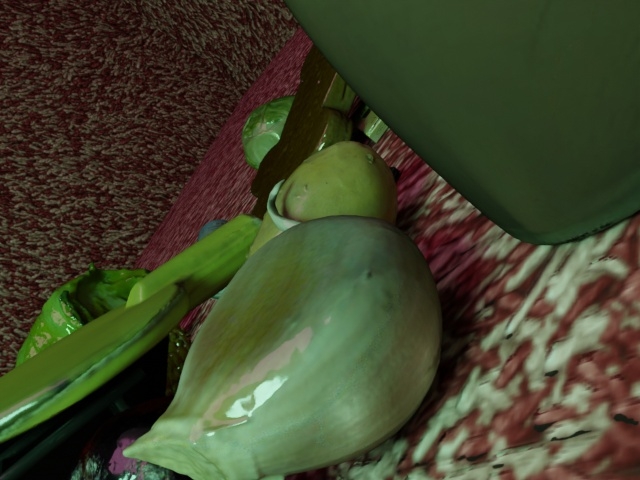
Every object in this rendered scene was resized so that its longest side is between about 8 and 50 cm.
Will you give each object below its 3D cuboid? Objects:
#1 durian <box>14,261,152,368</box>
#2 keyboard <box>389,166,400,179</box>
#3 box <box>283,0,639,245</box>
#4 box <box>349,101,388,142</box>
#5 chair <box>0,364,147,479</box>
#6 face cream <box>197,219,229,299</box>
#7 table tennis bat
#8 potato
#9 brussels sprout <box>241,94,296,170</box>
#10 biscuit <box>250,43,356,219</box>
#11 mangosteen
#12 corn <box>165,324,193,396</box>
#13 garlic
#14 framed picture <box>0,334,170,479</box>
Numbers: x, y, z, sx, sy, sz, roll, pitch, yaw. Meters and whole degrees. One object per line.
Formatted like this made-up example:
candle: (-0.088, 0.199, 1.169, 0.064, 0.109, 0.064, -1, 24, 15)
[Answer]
durian: (-0.336, 0.200, 1.013, 0.339, 0.204, 0.256, -55, 27, 0)
keyboard: (0.018, 0.005, 0.718, 0.195, 0.018, 0.060, -58, 18, -13)
box: (0.129, -0.178, 0.412, 0.301, 0.216, 0.301, -47, 17, 19)
box: (0.075, -0.170, 0.918, 0.073, 0.020, 0.149, -51, 15, 10)
chair: (-0.213, 0.231, 0.545, 0.260, 0.154, 0.141, -38, 8, -22)
face cream: (-0.152, 0.029, 1.062, 0.075, 0.075, 0.229, -52, 14, 7)
table tennis bat: (-0.174, 0.075, 0.638, 0.224, 0.054, 0.369, -18, 15, 46)
potato: (0.000, 0.000, 0.607, 0.118, 0.109, 0.178, -1, 54, 55)
brussels sprout: (-0.071, -0.174, 1.180, 0.155, 0.117, 0.155, -45, 2, 2)
biscuit: (-0.013, -0.128, 0.974, 0.283, 0.064, 0.432, -19, 49, 65)
mangosteen: (-0.087, 0.174, 0.462, 0.152, 0.152, 0.152, -49, 16, 19)
corn: (-0.279, 0.200, 0.820, 0.318, 0.115, 0.115, -33, 0, -37)
garlic: (0.007, 0.034, 0.456, 0.266, 0.149, 0.128, -67, -1, -55)
framed picture: (-0.279, 0.231, 0.695, 0.324, 0.013, 0.244, -33, -29, -39)
